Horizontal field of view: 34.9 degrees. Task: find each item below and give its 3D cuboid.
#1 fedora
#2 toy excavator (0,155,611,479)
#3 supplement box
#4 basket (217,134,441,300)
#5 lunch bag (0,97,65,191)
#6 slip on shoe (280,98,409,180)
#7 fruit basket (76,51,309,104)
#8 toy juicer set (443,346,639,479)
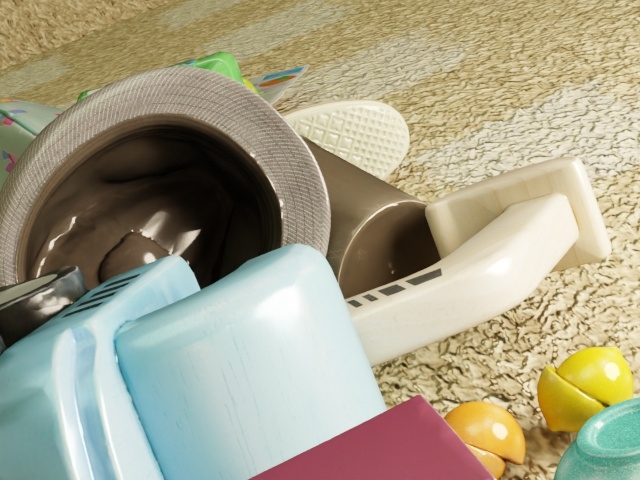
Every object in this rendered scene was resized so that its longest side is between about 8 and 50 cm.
[{"bbox_3d":[-0.135,0.006,0.825,0.275,0.243,0.124,-53,9,-14],"label":"fedora"},{"bbox_3d":[-0.008,0.080,0.644,0.445,0.222,0.433,-19,7,7],"label":"toy excavator"},{"bbox_3d":[0.043,0.182,0.469,0.104,0.188,0.081,-24,25,-9],"label":"supplement box"},{"bbox_3d":[0.000,0.000,0.925,0.204,0.154,0.227,-33,32,-26],"label":"basket"},{"bbox_3d":[-0.309,-0.025,1.090,0.107,0.224,0.279,3,17,-43],"label":"lunch bag"},{"bbox_3d":[-0.059,-0.083,1.177,0.331,0.123,0.101,-21,21,9],"label":"slip on shoe"},{"bbox_3d":[-0.198,-0.185,1.424,0.327,0.166,0.353,-13,22,15],"label":"fruit basket"},{"bbox_3d":[0.198,0.128,0.600,0.329,0.090,0.209,-20,11,20],"label":"toy juicer set"}]
